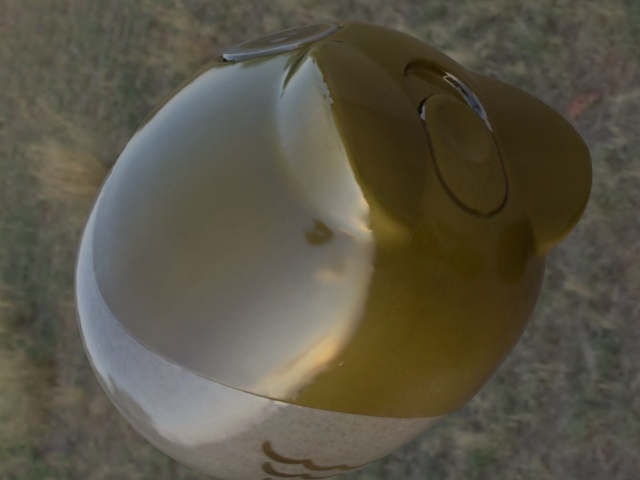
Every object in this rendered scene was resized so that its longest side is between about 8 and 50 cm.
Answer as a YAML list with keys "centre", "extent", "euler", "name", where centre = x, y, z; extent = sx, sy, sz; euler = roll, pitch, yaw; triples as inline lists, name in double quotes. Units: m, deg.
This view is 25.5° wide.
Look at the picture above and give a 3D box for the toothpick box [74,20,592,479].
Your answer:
- centre: [0.000, 0.000, 1.333]
  extent: [0.425, 0.409, 0.409]
  euler: [-39, 47, 40]
  name: "toothpick box"
